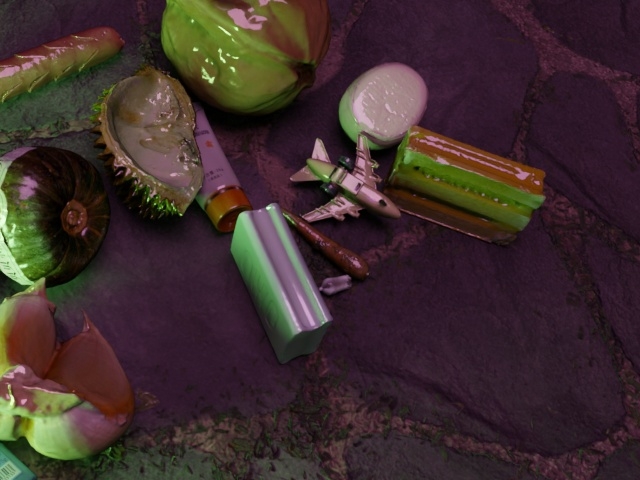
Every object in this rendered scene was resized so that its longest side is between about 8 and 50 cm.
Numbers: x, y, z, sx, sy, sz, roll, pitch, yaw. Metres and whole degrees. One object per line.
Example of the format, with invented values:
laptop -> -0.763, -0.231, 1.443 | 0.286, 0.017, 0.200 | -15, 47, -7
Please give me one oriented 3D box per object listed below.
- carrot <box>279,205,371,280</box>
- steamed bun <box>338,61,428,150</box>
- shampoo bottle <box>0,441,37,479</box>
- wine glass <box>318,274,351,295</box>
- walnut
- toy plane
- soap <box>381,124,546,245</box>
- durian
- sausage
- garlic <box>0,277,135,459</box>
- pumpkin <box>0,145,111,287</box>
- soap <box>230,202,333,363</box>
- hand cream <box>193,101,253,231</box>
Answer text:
carrot -> 0.000, 0.000, 1.716 | 0.254, 0.049, 0.049 | 37, 58, 12
steamed bun -> 0.140, -0.300, 1.872 | 0.177, 0.131, 0.228 | 43, 67, -2
shampoo bottle -> -0.590, 0.338, 1.350 | 0.258, 0.061, 0.104 | 41, 55, 10
wine glass -> 0.021, 0.090, 1.668 | 0.083, 0.039, 0.042 | -15, 87, -24
walnut -> -0.161, -0.462, 1.776 | 0.384, 0.383, 0.383 | 6, 59, -11
toy plane -> 0.064, -0.115, 1.749 | 0.244, 0.092, 0.229 | 31, 81, 16
soap -> 0.303, -0.115, 1.772 | 0.315, 0.199, 0.091 | 18, 55, -3
durian -> -0.348, -0.215, 1.651 | 0.198, 0.163, 0.394 | -13, 55, 8
sausage -> -0.607, -0.362, 1.747 | 0.433, 0.088, 0.088 | -33, 73, -28
garlic -> -0.458, 0.225, 1.360 | 0.286, 0.249, 0.313 | -6, 20, -14
pumpkin -> -0.513, -0.050, 1.512 | 0.189, 0.260, 0.260 | 6, 51, 31
soap -> -0.080, 0.082, 1.577 | 0.088, 0.159, 0.265 | -17, 66, -22
hand cream -> -0.244, -0.161, 1.726 | 0.140, 0.089, 0.314 | -30, 63, -14
